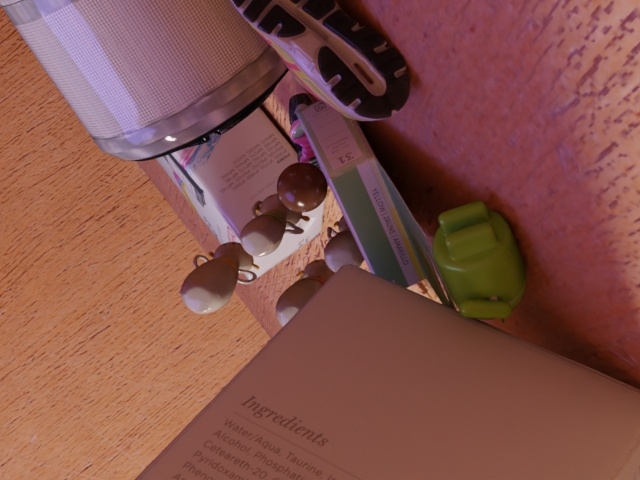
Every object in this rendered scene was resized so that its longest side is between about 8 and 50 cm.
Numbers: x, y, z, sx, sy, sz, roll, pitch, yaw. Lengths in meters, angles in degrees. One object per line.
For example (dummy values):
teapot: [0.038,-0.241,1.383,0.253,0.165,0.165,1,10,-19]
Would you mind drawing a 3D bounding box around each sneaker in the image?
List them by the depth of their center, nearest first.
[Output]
sneaker: [-0.016,-0.174,0.973,0.208,0.081,0.094,53,172,0]
sneaker: [-0.012,-0.117,1.287,0.119,0.047,0.057,78,173,-63]

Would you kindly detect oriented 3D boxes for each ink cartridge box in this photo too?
ink cartridge box: [0.058,-0.010,1.114,0.235,0.056,0.171,-112,-3,-49]
ink cartridge box: [-0.137,-0.119,1.571,0.306,0.131,0.226,53,170,12]

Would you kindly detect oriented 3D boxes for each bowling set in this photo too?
bowling set: [0.000,0.000,1.329,0.287,0.200,0.154,16,-157,8]

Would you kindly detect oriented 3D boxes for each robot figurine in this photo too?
robot figurine: [0.132,0.020,0.986,0.115,0.067,0.101,62,-169,-46]

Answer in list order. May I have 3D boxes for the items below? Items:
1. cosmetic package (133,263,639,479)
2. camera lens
cosmetic package: [0.052,0.299,1.010,0.327,0.394,0.329,23,143,32]
camera lens: [-0.165,-0.226,1.070,0.274,0.219,0.219,58,169,-24]
